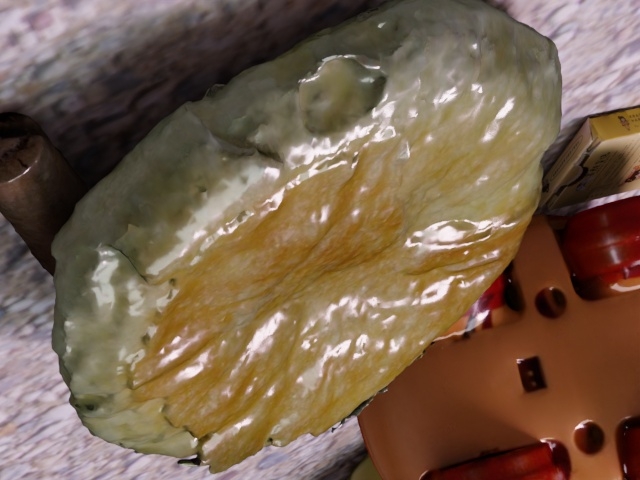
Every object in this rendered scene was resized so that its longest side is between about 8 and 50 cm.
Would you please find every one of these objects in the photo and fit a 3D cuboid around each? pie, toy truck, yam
[{"bbox_3d":[0.000,0.000,0.778,0.306,0.071,0.306,-29,149,-19],"label":"pie"},{"bbox_3d":[0.145,0.083,1.018,0.265,0.189,0.239,-13,174,-7],"label":"toy truck"},{"bbox_3d":[-0.108,0.027,0.796,0.045,0.045,0.327,5,157,11],"label":"yam"}]

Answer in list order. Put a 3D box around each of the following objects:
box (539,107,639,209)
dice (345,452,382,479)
[{"bbox_3d":[0.203,-0.058,0.990,0.149,0.020,0.073,-13,153,-32],"label":"box"},{"bbox_3d":[0.167,0.253,1.302,0.227,0.238,0.233,-36,154,17],"label":"dice"}]
